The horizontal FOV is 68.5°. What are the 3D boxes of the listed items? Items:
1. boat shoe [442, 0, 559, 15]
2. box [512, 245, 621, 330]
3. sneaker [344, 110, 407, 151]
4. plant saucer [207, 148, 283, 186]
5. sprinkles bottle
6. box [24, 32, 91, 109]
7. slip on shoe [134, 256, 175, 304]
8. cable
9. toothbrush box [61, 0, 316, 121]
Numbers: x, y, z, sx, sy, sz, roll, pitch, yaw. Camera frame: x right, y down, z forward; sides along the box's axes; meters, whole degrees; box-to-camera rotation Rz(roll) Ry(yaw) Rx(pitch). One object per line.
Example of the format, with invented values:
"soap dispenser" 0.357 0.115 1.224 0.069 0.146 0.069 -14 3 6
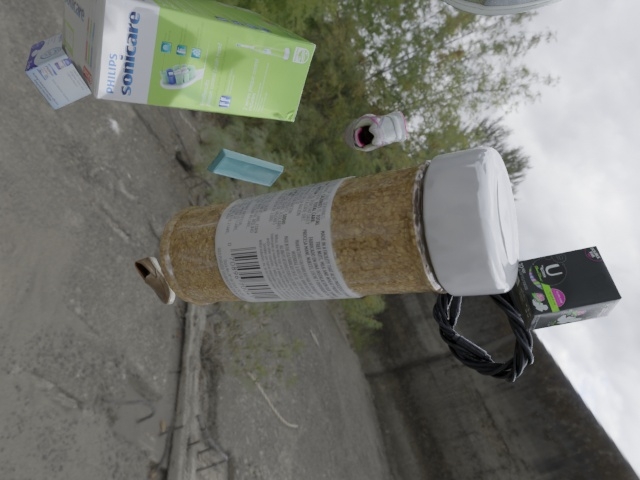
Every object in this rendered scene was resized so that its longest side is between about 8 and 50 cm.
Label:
"boat shoe" 0.172 -0.362 0.569 0.103 0.321 0.118 55 48 -84
"box" 0.249 0.050 0.487 0.052 0.083 0.062 64 16 -58
"sneaker" 0.127 -0.304 1.324 0.252 0.111 0.102 6 -66 63
"plant saucer" -0.169 -0.165 1.100 0.192 0.067 0.018 7 46 -51
"sprinkles bottle" 0.000 0.000 0.469 0.121 0.356 0.121 17 70 -56
"box" -0.394 -0.296 0.770 0.126 0.137 0.072 60 -5 45
"slip on shoe" -0.356 0.086 1.009 0.041 0.051 0.135 0 43 -47
"cable" 0.257 0.140 0.752 0.047 0.151 0.184 -6 74 -50
"toothbrush box" -0.185 -0.272 0.660 0.206 0.283 0.122 45 -54 39
